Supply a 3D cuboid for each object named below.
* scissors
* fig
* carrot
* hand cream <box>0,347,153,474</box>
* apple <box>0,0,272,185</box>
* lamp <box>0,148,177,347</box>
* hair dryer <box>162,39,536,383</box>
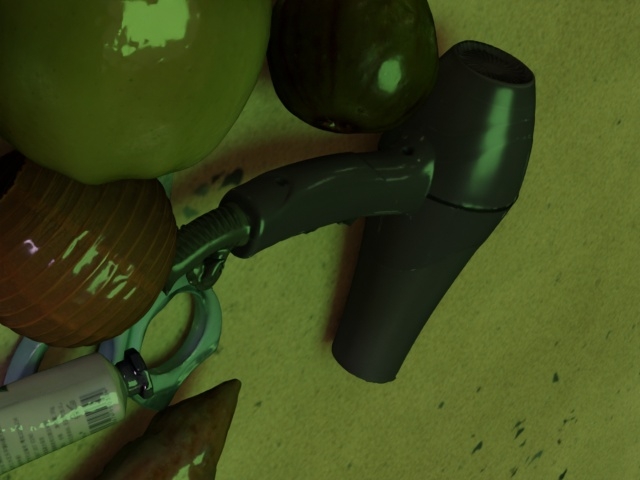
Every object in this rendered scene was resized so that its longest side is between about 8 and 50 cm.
[{"bbox_3d":[-0.119,-0.018,1.067,0.191,0.029,0.360,-12,128,-42],"label":"scissors"},{"bbox_3d":[0.044,-0.187,1.082,0.124,0.124,0.236,41,67,-54],"label":"fig"},{"bbox_3d":[-0.147,0.206,1.163,0.263,0.102,0.102,-51,144,-13],"label":"carrot"},{"bbox_3d":[-0.225,0.134,1.034,0.234,0.050,0.080,-22,132,-17],"label":"hand cream"},{"bbox_3d":[-0.117,-0.129,0.859,0.200,0.200,0.200,-30,137,-33],"label":"apple"},{"bbox_3d":[-0.155,0.000,0.955,0.136,0.136,0.136,-30,137,-33],"label":"lamp"},{"bbox_3d":[0.000,0.000,1.165,0.361,0.121,0.301,-11,133,-44],"label":"hair dryer"}]
